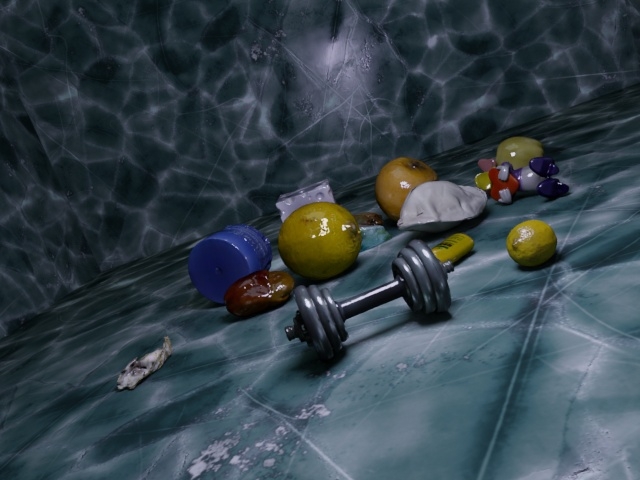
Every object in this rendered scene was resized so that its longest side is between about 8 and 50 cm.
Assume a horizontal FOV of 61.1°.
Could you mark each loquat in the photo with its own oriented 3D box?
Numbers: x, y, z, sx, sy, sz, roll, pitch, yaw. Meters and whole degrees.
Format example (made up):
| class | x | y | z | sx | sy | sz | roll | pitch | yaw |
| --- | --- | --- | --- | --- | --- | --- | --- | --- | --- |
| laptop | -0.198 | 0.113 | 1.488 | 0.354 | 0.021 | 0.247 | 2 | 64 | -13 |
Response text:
| class | x | y | z | sx | sy | sz | roll | pitch | yaw |
| --- | --- | --- | --- | --- | --- | --- | --- | --- | --- |
| loquat | 0.341 | -0.196 | 2.117 | 0.263 | 0.263 | 0.263 | -19 | 12 | 4 |

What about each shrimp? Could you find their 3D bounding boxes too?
| class | x | y | z | sx | sy | sz | roll | pitch | yaw |
| --- | --- | --- | --- | --- | --- | --- | --- | --- | --- |
| shrimp | 0.206 | -0.087 | 2.319 | 0.145 | 0.061 | 0.267 | -14 | 7 | -19 |

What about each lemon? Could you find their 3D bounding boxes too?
| class | x | y | z | sx | sy | sz | roll | pitch | yaw |
| --- | --- | --- | --- | --- | --- | --- | --- | --- | --- |
| lemon | 0.503 | 0.006 | 1.289 | 0.133 | 0.109 | 0.109 | -17 | 9 | -29 |
| lemon | 0.000 | 0.000 | 1.786 | 0.310 | 0.258 | 0.258 | -16 | 12 | 39 |

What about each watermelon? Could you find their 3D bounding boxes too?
| class | x | y | z | sx | sy | sz | roll | pitch | yaw |
| --- | --- | --- | --- | --- | --- | --- | --- | --- | --- |
| watermelon | 0.168 | -0.028 | 2.082 | 0.154 | 0.094 | 0.241 | -15 | 8 | -10 |

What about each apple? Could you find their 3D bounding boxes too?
| class | x | y | z | sx | sy | sz | roll | pitch | yaw |
| --- | --- | --- | --- | --- | --- | --- | --- | --- | --- |
| apple | 0.765 | -0.310 | 2.086 | 0.200 | 0.200 | 0.200 | -19 | 12 | 4 |

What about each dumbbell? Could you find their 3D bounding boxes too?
| class | x | y | z | sx | sy | sz | roll | pitch | yaw |
| --- | --- | --- | --- | --- | --- | --- | --- | --- | --- |
| dumbbell | 0.111 | 0.131 | 1.208 | 0.406 | 0.179 | 0.179 | -22 | 12 | -6 |

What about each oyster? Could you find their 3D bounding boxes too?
| class | x | y | z | sx | sy | sz | roll | pitch | yaw |
| --- | --- | --- | --- | --- | --- | --- | --- | --- | --- |
| oyster | -0.481 | 0.356 | 1.526 | 0.106 | 0.061 | 0.200 | 16 | 37 | 41 |

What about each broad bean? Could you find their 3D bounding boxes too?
| class | x | y | z | sx | sy | sz | roll | pitch | yaw |
| --- | --- | --- | --- | --- | --- | --- | --- | --- | --- |
| broad bean | -0.193 | 0.161 | 1.710 | 0.228 | 0.122 | 0.156 | -23 | 9 | 6 |

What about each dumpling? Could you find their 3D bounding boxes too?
| class | x | y | z | sx | sy | sz | roll | pitch | yaw |
| --- | --- | --- | --- | --- | --- | --- | --- | --- | --- |
| dumpling | 0.417 | -0.115 | 1.832 | 0.260 | 0.181 | 0.341 | 0 | 0 | 35 |

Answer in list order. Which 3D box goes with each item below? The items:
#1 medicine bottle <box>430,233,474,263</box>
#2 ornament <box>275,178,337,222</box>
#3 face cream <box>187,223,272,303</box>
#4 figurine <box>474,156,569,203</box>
| class | x | y | z | sx | sy | sz | roll | pitch | yaw |
| --- | --- | --- | --- | --- | --- | --- | --- | --- | --- |
| medicine bottle | 0.316 | 0.055 | 1.484 | 0.260 | 0.064 | 0.095 | -29 | 15 | -33 |
| ornament | -0.038 | -0.111 | 2.379 | 0.239 | 0.240 | 0.239 | -19 | 11 | 5 |
| face cream | -0.323 | 0.077 | 1.979 | 0.249 | 0.249 | 0.225 | -16 | 12 | 20 |
| figurine | 0.683 | -0.221 | 1.903 | 0.193 | 0.154 | 0.421 | -20 | 12 | -25 |
